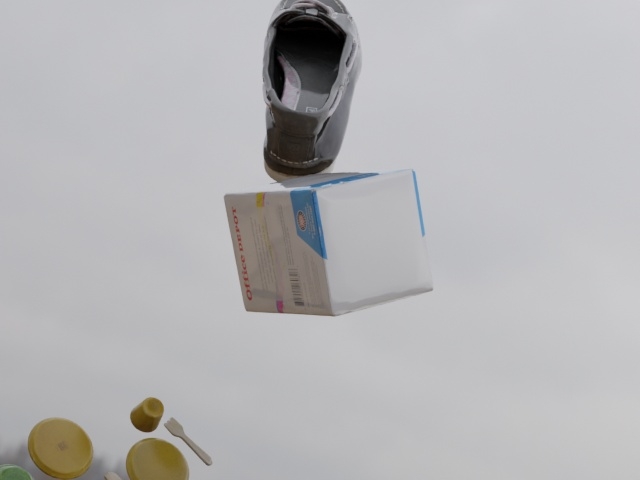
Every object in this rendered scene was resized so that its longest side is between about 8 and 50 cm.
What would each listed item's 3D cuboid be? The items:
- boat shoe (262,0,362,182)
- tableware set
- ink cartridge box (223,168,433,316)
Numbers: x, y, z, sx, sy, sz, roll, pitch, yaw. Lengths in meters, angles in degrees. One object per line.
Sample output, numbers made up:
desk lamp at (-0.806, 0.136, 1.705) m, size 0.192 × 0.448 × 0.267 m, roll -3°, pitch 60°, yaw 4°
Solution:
boat shoe at (-0.009, -0.199, 2.154) m, size 0.112 × 0.335 × 0.095 m, roll 4°, pitch -47°, yaw 0°
tableware set at (-0.157, 0.162, 1.361) m, size 0.104 × 0.154 × 0.024 m, roll 46°, pitch -41°, yaw 6°
ink cartridge box at (0.000, 0.000, 1.410) m, size 0.090 × 0.092 × 0.143 m, roll -13°, pitch 8°, yaw -31°
